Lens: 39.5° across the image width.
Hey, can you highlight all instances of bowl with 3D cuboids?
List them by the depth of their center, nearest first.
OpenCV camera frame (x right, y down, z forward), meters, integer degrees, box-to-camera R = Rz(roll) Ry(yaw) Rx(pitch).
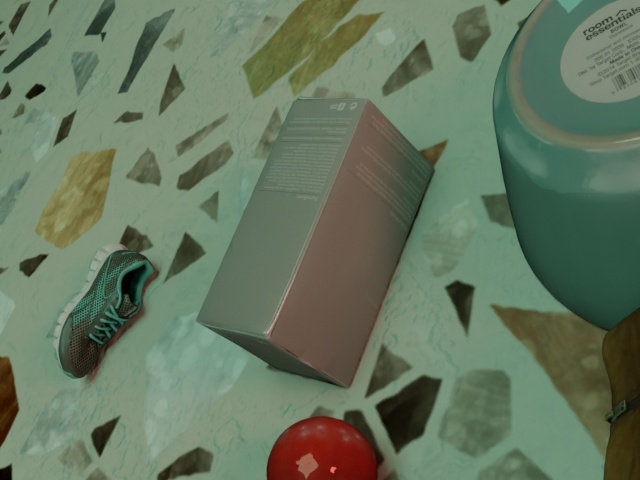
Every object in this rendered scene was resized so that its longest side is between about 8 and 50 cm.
[{"bbox_3d":[0.251,-0.099,0.643,0.311,0.163,0.312,-21,51,28],"label":"bowl"}]

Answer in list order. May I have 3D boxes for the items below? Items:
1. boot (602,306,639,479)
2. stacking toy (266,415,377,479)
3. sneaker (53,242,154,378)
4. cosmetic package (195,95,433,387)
[{"bbox_3d":[0.205,0.107,0.474,0.280,0.096,0.264,109,171,-57],"label":"boot"},{"bbox_3d":[-0.017,0.285,0.645,0.141,0.141,0.330,-19,46,30],"label":"stacking toy"},{"bbox_3d":[-0.245,0.079,1.017,0.076,0.065,0.166,5,67,38],"label":"sneaker"},{"bbox_3d":[0.000,0.000,0.815,0.107,0.127,0.238,11,68,43],"label":"cosmetic package"}]
